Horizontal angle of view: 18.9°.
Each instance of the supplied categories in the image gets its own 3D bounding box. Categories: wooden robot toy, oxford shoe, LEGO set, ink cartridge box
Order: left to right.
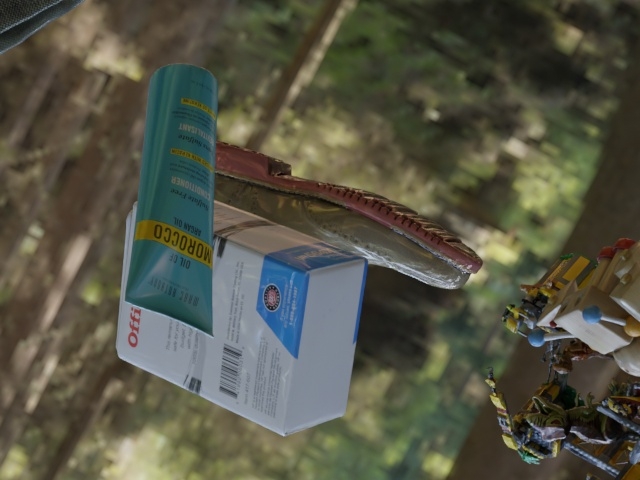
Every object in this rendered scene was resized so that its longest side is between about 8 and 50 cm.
[{"bbox_3d":[-0.071,0.057,1.634,0.203,0.148,0.086,22,-157,36],"label":"ink cartridge box"},{"bbox_3d":[0.000,0.000,1.993,0.348,0.130,0.123,20,-178,24],"label":"oxford shoe"},{"bbox_3d":[0.271,0.196,1.977,0.255,0.192,0.331,34,147,18],"label":"LEGO set"},{"bbox_3d":[0.202,0.050,1.229,0.079,0.076,0.173,39,161,-5],"label":"wooden robot toy"}]

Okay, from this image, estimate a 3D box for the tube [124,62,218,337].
[{"bbox_3d":[-0.106,-0.032,1.404,0.080,0.052,0.207,22,-126,-32],"label":"tube"}]

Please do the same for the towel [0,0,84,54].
[{"bbox_3d":[-0.236,-0.278,1.189,0.324,0.312,0.056,61,160,-4],"label":"towel"}]
